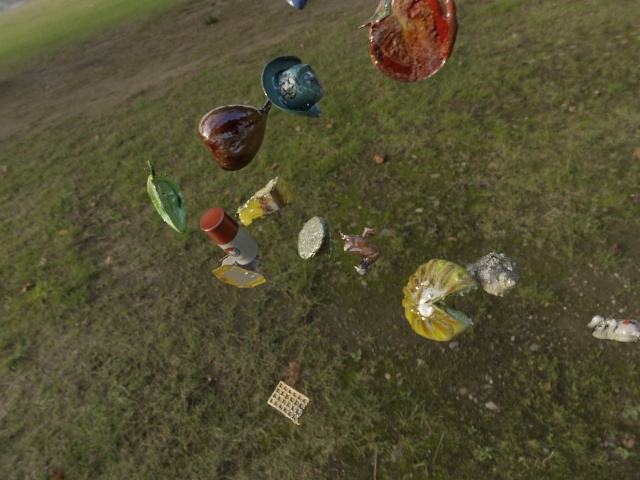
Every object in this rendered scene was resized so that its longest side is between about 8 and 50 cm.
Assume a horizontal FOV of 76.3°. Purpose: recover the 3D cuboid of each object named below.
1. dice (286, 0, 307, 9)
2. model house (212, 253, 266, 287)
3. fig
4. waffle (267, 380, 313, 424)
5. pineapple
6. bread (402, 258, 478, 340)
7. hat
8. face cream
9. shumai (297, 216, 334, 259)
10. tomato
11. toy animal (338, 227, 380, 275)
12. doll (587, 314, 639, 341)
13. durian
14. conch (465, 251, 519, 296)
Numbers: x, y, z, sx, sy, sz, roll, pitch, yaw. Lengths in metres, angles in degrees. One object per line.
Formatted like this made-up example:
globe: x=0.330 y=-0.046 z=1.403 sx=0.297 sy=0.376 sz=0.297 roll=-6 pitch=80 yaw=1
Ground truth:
dice: x=-0.061 y=-0.774 z=1.173 sx=0.143 sy=0.146 sz=0.146 roll=-47 pitch=16 yaw=2
model house: x=-0.336 y=0.095 z=1.710 sx=0.219 sy=0.207 sz=0.136 roll=-29 pitch=48 yaw=49
fig: x=-0.214 y=-0.325 z=1.137 sx=0.274 sy=0.170 sz=0.145 roll=-50 pitch=28 yaw=-18
waffle: x=-0.112 y=0.601 z=1.515 sx=0.147 sy=0.042 sz=0.103 roll=23 pitch=67 yaw=30
pineapple: x=-0.190 y=-0.135 z=1.466 sx=0.236 sy=0.115 sz=0.186 roll=-43 pitch=14 yaw=-25
bread: x=0.461 y=0.239 z=1.637 sx=0.332 sy=0.334 sz=0.160 roll=23 pitch=15 yaw=40
hat: x=-0.039 y=-0.336 z=0.886 sx=0.077 sy=0.139 sz=0.190 roll=-17 pitch=7 yaw=35
face cream: x=-0.302 y=-0.013 z=1.367 sx=0.095 sy=0.214 sz=0.096 roll=-14 pitch=52 yaw=19
shumai: x=0.000 y=0.001 z=1.126 sx=0.124 sy=0.087 sz=0.099 roll=-55 pitch=44 yaw=22
tomato: x=0.283 y=-0.676 z=1.283 sx=0.308 sy=0.309 sz=0.170 roll=-13 pitch=48 yaw=8
toy animal: x=0.143 y=0.034 z=1.599 sx=0.188 sy=0.089 sz=0.179 roll=22 pitch=83 yaw=10
doll: x=1.182 y=0.354 z=1.626 sx=0.191 sy=0.149 sz=0.095 roll=6 pitch=84 yaw=29
durian: x=-0.420 y=-0.118 z=1.111 sx=0.086 sy=0.216 sz=0.100 roll=-26 pitch=23 yaw=-11
conch: x=0.693 y=0.124 z=1.642 sx=0.178 sy=0.163 sz=0.245 roll=-4 pitch=11 yaw=-24
